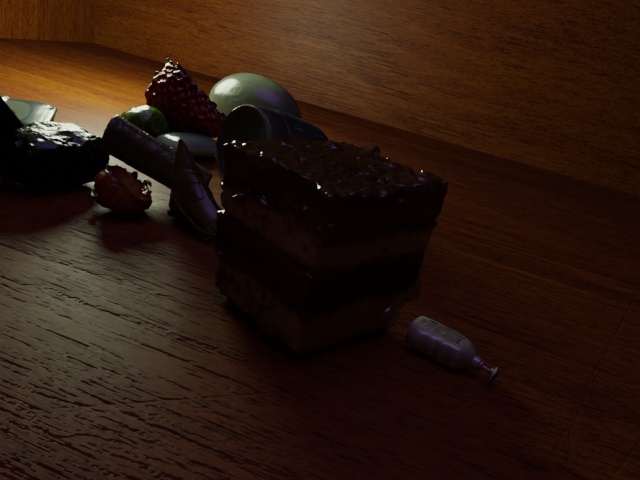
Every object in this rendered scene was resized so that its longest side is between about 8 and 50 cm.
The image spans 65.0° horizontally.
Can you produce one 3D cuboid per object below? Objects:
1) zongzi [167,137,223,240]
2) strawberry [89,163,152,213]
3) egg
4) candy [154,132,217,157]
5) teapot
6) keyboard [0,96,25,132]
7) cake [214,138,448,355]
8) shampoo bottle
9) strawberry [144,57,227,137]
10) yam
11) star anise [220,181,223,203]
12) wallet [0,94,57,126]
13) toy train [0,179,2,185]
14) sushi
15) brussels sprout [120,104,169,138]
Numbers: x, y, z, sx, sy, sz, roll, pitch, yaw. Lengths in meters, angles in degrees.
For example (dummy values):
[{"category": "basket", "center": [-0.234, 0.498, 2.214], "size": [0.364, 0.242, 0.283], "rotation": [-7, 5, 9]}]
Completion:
[{"category": "zongzi", "center": [-0.241, -0.097, 1.023], "size": [0.081, 0.177, 0.189], "rotation": [-19, 39, -41]}, {"category": "strawberry", "center": [-0.419, -0.101, 1.075], "size": [0.121, 0.082, 0.188], "rotation": [42, 3, -14]}, {"category": "egg", "center": [-0.227, -0.439, 1.734], "size": [0.352, 0.258, 0.258], "rotation": [27, 26, 27]}, {"category": "candy", "center": [-0.395, -0.288, 1.517], "size": [0.138, 0.071, 0.174], "rotation": [25, 24, 35]}, {"category": "teapot", "center": [-0.120, -0.222, 1.390], "size": [0.315, 0.233, 0.312], "rotation": [-3, -2, 44]}, {"category": "keyboard", "center": [-0.660, -0.248, 1.009], "size": [0.104, 0.381, 0.041], "rotation": [-13, 73, -13]}, {"category": "cake", "center": [0.000, 0.000, 0.793], "size": [0.282, 0.290, 0.256], "rotation": [-8, 30, -41]}, {"category": "shampoo bottle", "center": [0.218, 0.178, 0.818], "size": [0.152, 0.045, 0.077], "rotation": [25, 23, 29]}, {"category": "strawberry", "center": [-0.457, -0.409, 1.646], "size": [0.280, 0.253, 0.150], "rotation": [47, 65, -5]}, {"category": "yam", "center": [-0.368, -0.179, 1.149], "size": [0.259, 0.093, 0.093], "rotation": [31, 16, -21]}, {"category": "star anise", "center": [-0.148, -0.104, 1.072], "size": [0.126, 0.190, 0.220], "rotation": [1, 25, -37]}, {"category": "wallet", "center": [-0.899, -0.329, 1.317], "size": [0.361, 0.083, 0.252], "rotation": [6, 29, -20]}, {"category": "toy train", "center": [-0.734, -0.149, 0.914], "size": [0.178, 0.134, 0.261], "rotation": [18, 23, 7]}, {"category": "sushi", "center": [-0.570, -0.182, 1.089], "size": [0.127, 0.124, 0.225], "rotation": [28, 24, 17]}, {"category": "brussels sprout", "center": [-0.535, -0.355, 1.537], "size": [0.155, 0.117, 0.155], "rotation": [9, 32, -6]}]
